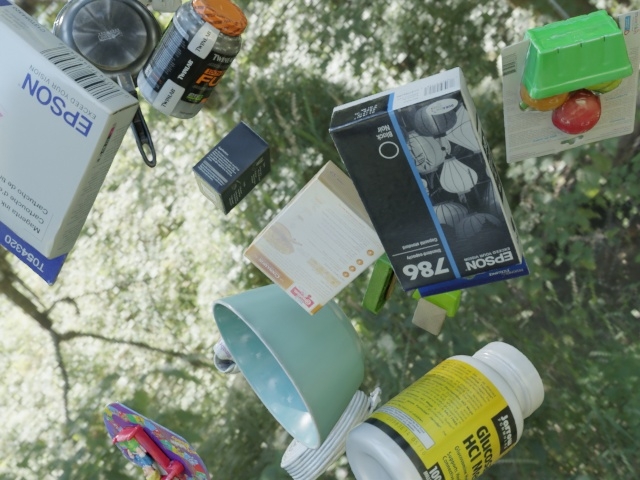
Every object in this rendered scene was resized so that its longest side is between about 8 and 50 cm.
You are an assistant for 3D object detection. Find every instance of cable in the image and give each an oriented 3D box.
[{"bbox_3d":[0.013,0.446,1.729,0.257,0.089,0.257,-50,-2,37],"label":"cable"}]

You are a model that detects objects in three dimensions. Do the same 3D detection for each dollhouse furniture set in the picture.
[{"bbox_3d":[0.255,0.051,1.650,0.301,0.197,0.151,-48,-22,-43],"label":"dollhouse furniture set"}]

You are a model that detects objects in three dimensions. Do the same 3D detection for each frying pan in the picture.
[{"bbox_3d":[-0.383,-0.302,1.343,0.053,0.197,0.326,151,121,-70],"label":"frying pan"}]

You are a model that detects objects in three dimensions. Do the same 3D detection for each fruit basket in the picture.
[{"bbox_3d":[0.592,-0.359,1.782,0.326,0.353,0.166,-14,51,5],"label":"fruit basket"}]

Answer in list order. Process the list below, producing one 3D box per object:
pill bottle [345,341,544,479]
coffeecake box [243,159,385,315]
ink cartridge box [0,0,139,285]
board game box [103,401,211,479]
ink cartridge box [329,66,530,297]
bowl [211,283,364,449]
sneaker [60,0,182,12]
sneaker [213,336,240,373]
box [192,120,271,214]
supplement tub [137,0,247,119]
[{"bbox_3d":[0.222,0.317,1.283,0.333,0.188,0.188,-30,0,-26],"label":"pill bottle"},{"bbox_3d":[0.000,0.000,1.099,0.185,0.142,0.068,-43,8,33],"label":"coffeecake box"},{"bbox_3d":[-0.421,-0.135,0.930,0.330,0.324,0.071,-55,-4,30],"label":"ink cartridge box"},{"bbox_3d":[-0.214,0.272,0.927,0.033,0.168,0.133,-50,-27,-41],"label":"board game box"},{"bbox_3d":[0.149,-0.041,0.947,0.165,0.333,0.065,-16,35,20],"label":"ink cartridge box"},{"bbox_3d":[-0.037,0.193,1.317,0.163,0.312,0.311,-33,3,-20],"label":"bowl"},{"bbox_3d":[-0.396,-0.449,1.474,0.137,0.210,0.366,58,135,51],"label":"sneaker"},{"bbox_3d":[-0.180,0.254,1.772,0.152,0.114,0.305,-34,-20,-8],"label":"sneaker"},{"bbox_3d":[-0.196,-0.160,1.681,0.158,0.093,0.156,-46,-8,-13],"label":"box"},{"bbox_3d":[-0.204,-0.300,1.204,0.190,0.117,0.117,-48,7,31],"label":"supplement tub"}]
